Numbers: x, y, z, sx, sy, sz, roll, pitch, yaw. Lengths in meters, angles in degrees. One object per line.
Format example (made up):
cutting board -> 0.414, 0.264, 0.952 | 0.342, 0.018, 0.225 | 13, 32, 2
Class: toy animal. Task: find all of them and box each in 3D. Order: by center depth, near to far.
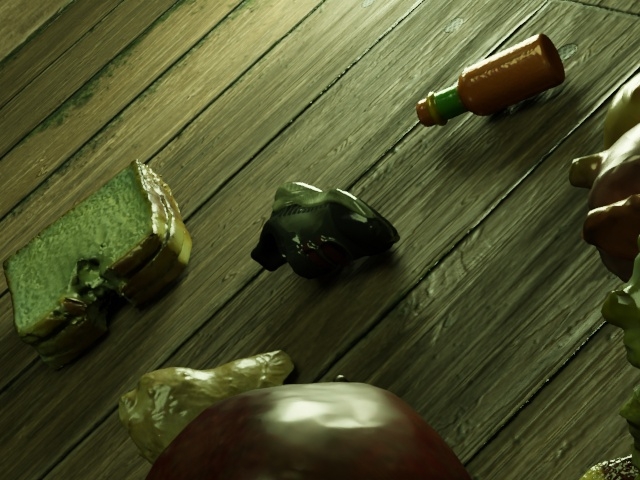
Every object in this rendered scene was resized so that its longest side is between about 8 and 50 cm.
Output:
toy animal -> 0.329, -0.069, 1.060 | 0.195, 0.169, 0.281 | 10, 49, 11

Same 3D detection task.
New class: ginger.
ginger -> -0.127, 0.168, 1.272 | 0.193, 0.122, 0.115 | -46, 12, -22

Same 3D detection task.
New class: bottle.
bottle -> 0.202, -0.188, 1.422 | 0.187, 0.069, 0.069 | -20, 36, 29

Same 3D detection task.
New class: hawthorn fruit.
hawthorn fruit -> -0.016, 0.251, 0.885 | 0.308, 0.308, 0.325 | -44, 23, -9

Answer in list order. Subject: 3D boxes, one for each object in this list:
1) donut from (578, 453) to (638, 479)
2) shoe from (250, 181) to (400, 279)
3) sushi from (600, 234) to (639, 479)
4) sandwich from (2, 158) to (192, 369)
donut -> 0.246, 0.216, 0.879 | 0.140, 0.059, 0.140 | -27, 36, 22
shoe -> 0.000, 0.000, 1.376 | 0.112, 0.099, 0.227 | -54, 30, -11
sushi -> 0.348, 0.009, 0.727 | 0.240, 0.351, 0.396 | 13, 56, 33
sandwich -> -0.316, 0.030, 1.649 | 0.273, 0.095, 0.249 | -37, 31, 4
